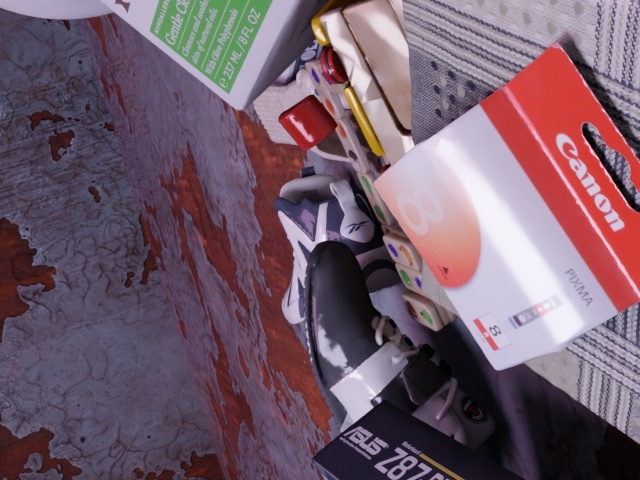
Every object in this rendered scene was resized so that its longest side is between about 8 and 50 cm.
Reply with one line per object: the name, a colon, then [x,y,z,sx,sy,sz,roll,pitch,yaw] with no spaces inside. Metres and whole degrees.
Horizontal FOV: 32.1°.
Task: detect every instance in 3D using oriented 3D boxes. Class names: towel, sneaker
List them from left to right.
sneaker: [0.000,0.000,1.210,0.235,0.094,0.153,146,106,-73]
sneaker: [0.086,0.146,1.046,0.122,0.146,0.331,-43,-64,-64]
towel: [0.170,-0.022,0.628,0.324,0.056,0.312,34,145,40]

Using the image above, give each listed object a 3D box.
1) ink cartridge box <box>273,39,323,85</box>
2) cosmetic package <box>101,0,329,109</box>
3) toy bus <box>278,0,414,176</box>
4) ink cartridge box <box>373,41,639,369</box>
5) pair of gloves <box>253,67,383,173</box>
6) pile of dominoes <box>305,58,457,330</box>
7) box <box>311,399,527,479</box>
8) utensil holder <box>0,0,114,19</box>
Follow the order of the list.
ink cartridge box: [-0.056,-0.273,1.166,0.206,0.045,0.208,63,159,22]
cosmetic package: [-0.138,-0.305,0.883,0.365,0.155,0.197,37,145,3]
toy bus: [0.084,-0.107,0.791,0.190,0.104,0.202,29,135,6]
ink cartridge box: [0.115,-0.009,0.628,0.145,0.045,0.179,57,157,3]
pair of gloves: [-0.031,-0.179,1.084,0.204,0.042,0.240,18,138,47]
pile of dominoes: [0.062,-0.036,0.975,0.251,0.040,0.196,63,166,-18]
box: [0.172,0.329,0.840,0.395,0.097,0.318,58,168,-14]
utensil holder: [-0.285,-0.488,1.190,0.385,0.327,0.328,103,144,-59]
